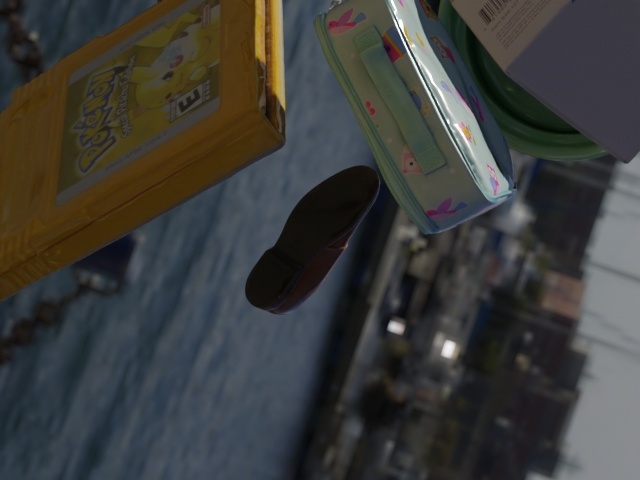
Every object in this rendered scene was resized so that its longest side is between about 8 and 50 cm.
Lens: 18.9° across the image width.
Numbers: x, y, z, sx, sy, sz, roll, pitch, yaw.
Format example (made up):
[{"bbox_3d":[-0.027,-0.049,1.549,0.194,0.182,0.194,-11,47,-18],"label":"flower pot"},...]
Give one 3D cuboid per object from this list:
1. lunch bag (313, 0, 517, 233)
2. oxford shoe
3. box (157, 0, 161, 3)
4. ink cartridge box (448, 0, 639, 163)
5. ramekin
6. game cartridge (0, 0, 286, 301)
[{"bbox_3d":[0.097,-0.146,2.052,0.108,0.279,0.224,-29,178,18],"label":"lunch bag"},{"bbox_3d":[0.000,0.000,2.274,0.212,0.076,0.076,-49,145,8],"label":"oxford shoe"},{"bbox_3d":[-0.132,-0.277,2.021,0.027,0.094,0.137,-56,153,-36],"label":"box"},{"bbox_3d":[0.224,-0.220,1.653,0.171,0.168,0.233,-47,-145,16],"label":"ink cartridge box"},{"bbox_3d":[0.295,-0.246,2.272,0.148,0.303,0.303,-16,125,-79],"label":"ramekin"},{"bbox_3d":[-0.177,-0.114,1.784,0.053,0.323,0.285,50,23,-34],"label":"game cartridge"}]
